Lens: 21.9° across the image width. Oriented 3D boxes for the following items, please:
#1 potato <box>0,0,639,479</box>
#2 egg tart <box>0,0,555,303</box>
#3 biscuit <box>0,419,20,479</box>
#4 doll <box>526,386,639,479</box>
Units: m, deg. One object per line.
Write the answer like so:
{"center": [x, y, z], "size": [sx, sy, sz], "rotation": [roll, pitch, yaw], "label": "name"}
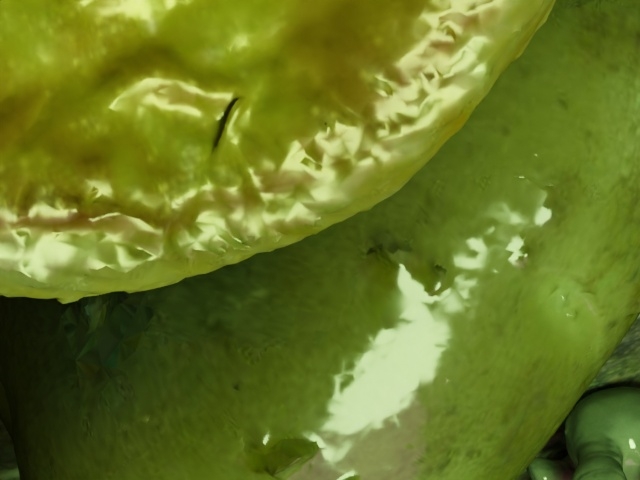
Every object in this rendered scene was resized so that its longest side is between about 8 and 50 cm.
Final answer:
{"center": [0.011, 0.009, 0.704], "size": [0.359, 0.270, 0.219], "rotation": [-39, 140, 20], "label": "potato"}
{"center": [-0.067, -0.130, 0.524], "size": [0.318, 0.128, 0.319], "rotation": [-9, 120, -17], "label": "egg tart"}
{"center": [-0.122, 0.122, 0.901], "size": [0.281, 0.179, 0.084], "rotation": [-10, 122, -49], "label": "biscuit"}
{"center": [0.245, 0.192, 1.326], "size": [0.154, 0.113, 0.275], "rotation": [-13, 158, 3], "label": "doll"}
